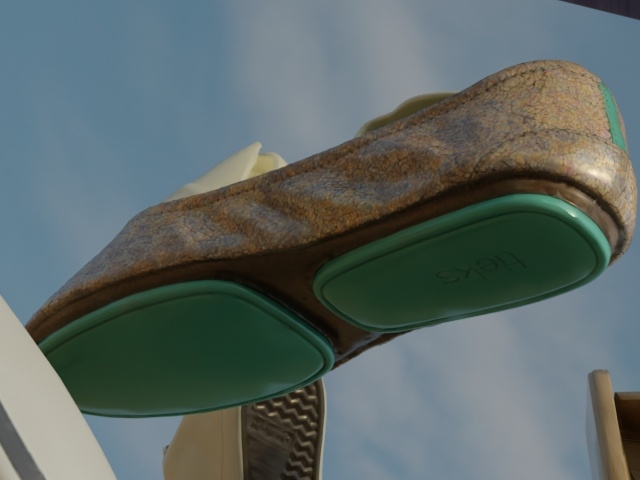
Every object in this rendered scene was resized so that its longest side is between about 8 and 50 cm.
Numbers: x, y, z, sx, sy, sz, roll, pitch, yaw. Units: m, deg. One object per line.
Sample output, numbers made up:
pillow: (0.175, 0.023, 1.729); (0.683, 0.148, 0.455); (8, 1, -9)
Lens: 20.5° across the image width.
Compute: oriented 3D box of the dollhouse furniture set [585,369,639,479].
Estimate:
dollhouse furniture set: (0.325, 0.031, 1.229); (0.256, 0.362, 0.394); (-1, -58, 3)

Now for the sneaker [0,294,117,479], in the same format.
sneaker: (-0.086, 0.133, 0.355); (0.321, 0.127, 0.126); (59, -35, 30)

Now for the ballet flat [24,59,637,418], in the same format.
ballet flat: (0.000, 0.000, 0.783); (0.316, 0.106, 0.107); (-16, -43, 31)

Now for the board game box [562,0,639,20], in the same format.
board game box: (0.158, -0.334, 1.294); (0.318, 0.066, 0.318); (22, -47, 44)

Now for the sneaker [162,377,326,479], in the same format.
sneaker: (-0.060, 0.212, 1.273); (0.123, 0.105, 0.290); (12, -85, 57)
